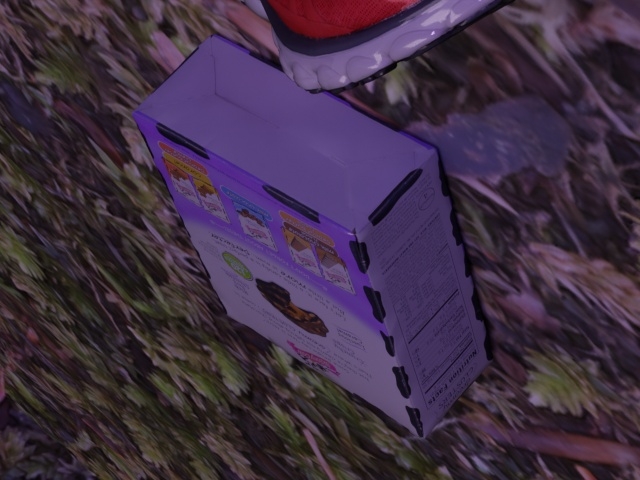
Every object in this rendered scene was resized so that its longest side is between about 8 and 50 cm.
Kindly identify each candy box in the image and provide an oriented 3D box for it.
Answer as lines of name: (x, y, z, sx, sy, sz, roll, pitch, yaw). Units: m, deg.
candy box: (0.000, 0.000, 1.076, 0.165, 0.070, 0.196, 30, 156, 32)

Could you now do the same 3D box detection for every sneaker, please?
sneaker: (-0.003, -0.136, 0.702, 0.118, 0.107, 0.279, 63, 168, -25)
